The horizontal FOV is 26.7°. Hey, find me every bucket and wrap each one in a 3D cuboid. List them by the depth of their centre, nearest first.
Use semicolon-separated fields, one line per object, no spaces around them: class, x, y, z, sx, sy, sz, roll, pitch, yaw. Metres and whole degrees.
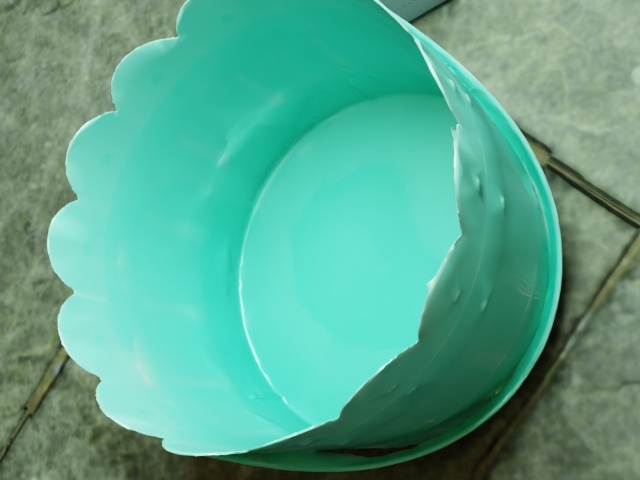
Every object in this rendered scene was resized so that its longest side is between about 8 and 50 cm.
bucket;0.000;0.000;0.801;0.281;0.183;0.281;-7;76;31

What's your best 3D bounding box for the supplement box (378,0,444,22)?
supplement box;-0.006;-0.249;0.928;0.130;0.073;0.239;-28;65;24
